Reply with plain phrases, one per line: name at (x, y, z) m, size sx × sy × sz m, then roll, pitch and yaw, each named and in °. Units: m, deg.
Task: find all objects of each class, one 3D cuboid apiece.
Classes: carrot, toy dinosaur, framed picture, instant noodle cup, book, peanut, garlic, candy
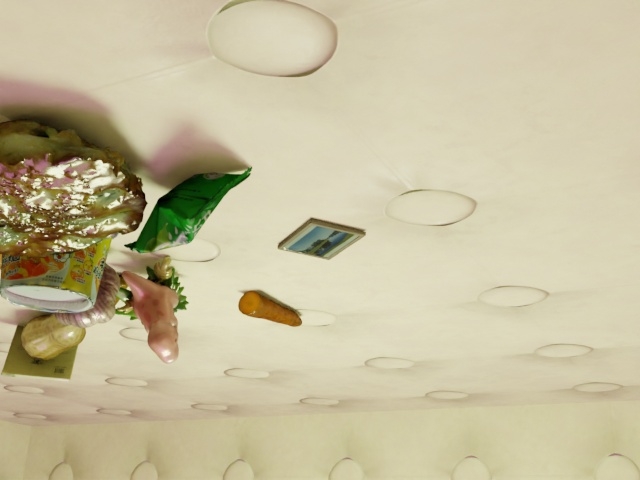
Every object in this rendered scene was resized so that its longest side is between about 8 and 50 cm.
carrot at (-0.099, 0.167, 1.824) m, size 0.057 × 0.057 × 0.224 m, roll -11°, pitch 158°, yaw 30°
toy dinosaur at (-0.344, 0.142, 1.576) m, size 0.152 × 0.194 × 0.177 m, roll -16°, pitch -170°, yaw -4°
framed picture at (0.000, 0.000, 1.436) m, size 0.109 × 0.011 × 0.149 m, roll 12°, pitch 157°, yaw -22°
instant noodle cup at (-0.468, 0.036, 1.394) m, size 0.205 × 0.153 × 0.205 m, roll 4°, pitch 159°, yaw 1°
book at (-0.717, 0.290, 2.054) m, size 0.168 × 0.192 × 0.013 m, roll 7°, pitch 121°, yaw -11°
peanut at (-0.660, 0.231, 1.966) m, size 0.120 × 0.110 × 0.236 m, roll 30°, pitch 145°, yaw -34°
garlic at (-0.460, 0.090, 1.523) m, size 0.147 × 0.159 × 0.102 m, roll -24°, pitch 151°, yaw -2°
candy at (-0.203, -0.047, 1.197) m, size 0.078 × 0.141 × 0.203 m, roll 46°, pitch 137°, yaw -20°

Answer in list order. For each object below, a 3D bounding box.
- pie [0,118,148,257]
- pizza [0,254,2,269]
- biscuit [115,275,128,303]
pie at (-0.416, -0.064, 1.155) m, size 0.355 × 0.103 × 0.288 m, roll -17°, pitch 156°, yaw 18°
pizza at (-0.613, 0.016, 1.510) m, size 0.160 × 0.035 × 0.099 m, roll -1°, pitch 144°, yaw 7°
biscuit at (-0.506, 0.122, 1.711) m, size 0.174 × 0.039 × 0.183 m, roll -12°, pitch 166°, yaw -24°
